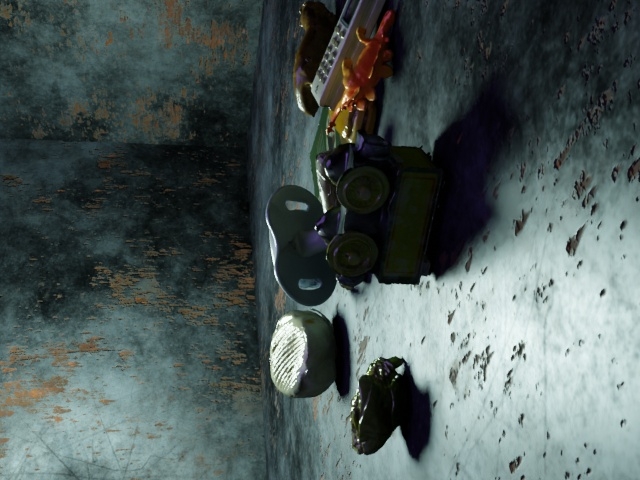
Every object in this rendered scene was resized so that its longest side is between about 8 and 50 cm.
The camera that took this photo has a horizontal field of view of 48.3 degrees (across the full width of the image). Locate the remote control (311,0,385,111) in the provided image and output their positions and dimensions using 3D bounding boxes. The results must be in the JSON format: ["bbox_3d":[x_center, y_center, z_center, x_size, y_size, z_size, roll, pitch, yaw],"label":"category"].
[{"bbox_3d":[0.057,-0.417,1.490,0.103,0.056,0.277,-110,39,-58],"label":"remote control"}]

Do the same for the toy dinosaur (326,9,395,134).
[{"bbox_3d":[0.082,-0.316,1.408,0.288,0.071,0.117,-61,33,24],"label":"toy dinosaur"}]

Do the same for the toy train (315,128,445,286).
[{"bbox_3d":[0.093,-0.049,1.161,0.134,0.178,0.260,-111,25,-60],"label":"toy train"}]

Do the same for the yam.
[{"bbox_3d":[0.042,-0.043,1.533,0.071,0.067,0.317,-34,-61,-50],"label":"yam"}]

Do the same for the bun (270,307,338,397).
[{"bbox_3d":[-0.037,0.292,1.849,0.239,0.141,0.239,-25,59,51],"label":"bun"}]

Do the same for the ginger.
[{"bbox_3d":[-0.016,-0.484,1.829,0.133,0.107,0.309,-20,59,50],"label":"ginger"}]

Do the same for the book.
[{"bbox_3d":[0.025,-0.213,1.848,0.371,0.043,0.260,112,154,-64],"label":"book"}]

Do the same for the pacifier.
[{"bbox_3d":[0.000,0.000,1.684,0.233,0.244,0.299,-18,77,45],"label":"pacifier"}]

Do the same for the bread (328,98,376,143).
[{"bbox_3d":[0.069,-0.282,1.567,0.200,0.077,0.115,-109,31,-57],"label":"bread"}]

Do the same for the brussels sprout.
[{"bbox_3d":[0.103,0.304,1.307,0.139,0.101,0.180,-99,10,-82],"label":"brussels sprout"}]
